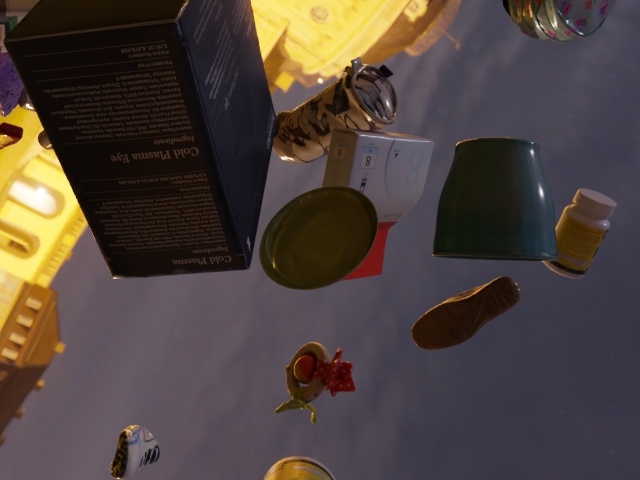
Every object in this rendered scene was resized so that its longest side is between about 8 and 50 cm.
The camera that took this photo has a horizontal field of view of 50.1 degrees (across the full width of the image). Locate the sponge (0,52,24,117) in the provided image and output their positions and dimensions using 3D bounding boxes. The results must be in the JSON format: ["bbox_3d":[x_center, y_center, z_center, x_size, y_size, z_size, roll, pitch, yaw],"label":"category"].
[{"bbox_3d":[-0.575,-0.313,1.284,0.117,0.031,0.210,-55,-171,-20],"label":"sponge"}]

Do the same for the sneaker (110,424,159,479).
[{"bbox_3d":[-0.355,0.410,1.330,0.237,0.086,0.085,155,-49,-79],"label":"sneaker"}]

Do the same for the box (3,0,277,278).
[{"bbox_3d":[-0.181,-0.182,0.841,0.178,0.313,0.343,-5,-140,8],"label":"box"}]

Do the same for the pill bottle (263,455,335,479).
[{"bbox_3d":[-0.058,0.621,1.476,0.188,0.187,0.334,-56,-178,8],"label":"pill bottle"}]

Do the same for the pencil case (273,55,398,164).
[{"bbox_3d":[0.022,-0.331,1.830,0.159,0.184,0.410,-27,-175,-40],"label":"pencil case"}]

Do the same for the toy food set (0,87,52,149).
[{"bbox_3d":[-0.577,-0.230,1.290,0.104,0.232,0.111,-16,-110,47],"label":"toy food set"}]

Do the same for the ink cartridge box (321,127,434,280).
[{"bbox_3d":[0.124,-0.073,1.682,0.091,0.308,0.385,20,-74,39],"label":"ink cartridge box"}]

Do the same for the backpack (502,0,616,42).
[{"bbox_3d":[0.314,-0.341,0.856,0.182,0.151,0.115,-61,-157,6],"label":"backpack"}]

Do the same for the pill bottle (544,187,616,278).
[{"bbox_3d":[0.659,-0.019,1.743,0.119,0.119,0.209,-111,-145,-59],"label":"pill bottle"}]

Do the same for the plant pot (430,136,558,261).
[{"bbox_3d":[0.379,-0.086,1.496,0.271,0.271,0.256,-3,-95,61],"label":"plant pot"}]

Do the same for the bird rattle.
[{"bbox_3d":[-0.027,0.364,1.845,0.254,0.143,0.207,-56,-145,24],"label":"bird rattle"}]

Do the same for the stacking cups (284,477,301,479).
[{"bbox_3d":[0.084,0.317,0.599,0.316,0.096,0.096,16,-105,31],"label":"stacking cups"}]

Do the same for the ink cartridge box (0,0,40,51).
[{"bbox_3d":[-0.444,-0.328,0.870,0.092,0.219,0.160,-41,-113,53],"label":"ink cartridge box"}]

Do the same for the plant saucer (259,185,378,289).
[{"bbox_3d":[0.000,0.000,1.298,0.240,0.037,0.241,-14,-131,17],"label":"plant saucer"}]

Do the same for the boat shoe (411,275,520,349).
[{"bbox_3d":[0.328,0.173,1.582,0.276,0.098,0.096,-24,177,-11],"label":"boat shoe"}]
